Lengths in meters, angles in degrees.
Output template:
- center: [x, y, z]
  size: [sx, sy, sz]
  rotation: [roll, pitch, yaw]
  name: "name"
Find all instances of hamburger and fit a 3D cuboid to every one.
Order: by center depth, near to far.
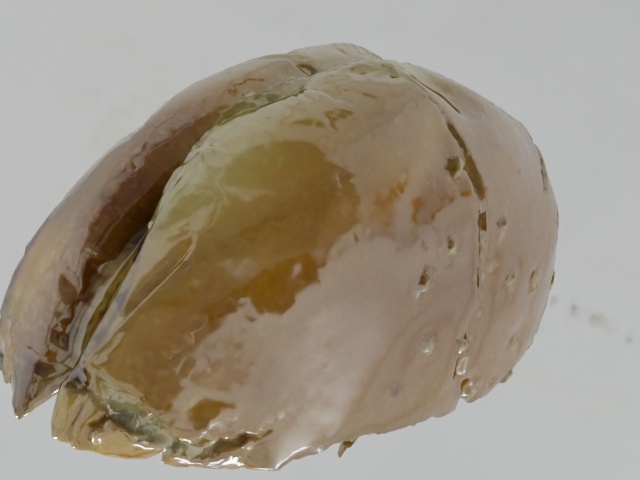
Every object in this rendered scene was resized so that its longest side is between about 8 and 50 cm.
- center: [0.000, 0.000, 0.694]
  size: [0.144, 0.156, 0.283]
  rotation: [32, -154, 27]
  name: "hamburger"
